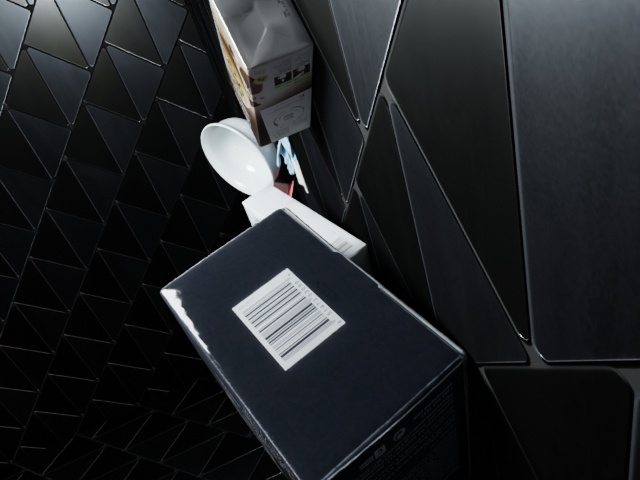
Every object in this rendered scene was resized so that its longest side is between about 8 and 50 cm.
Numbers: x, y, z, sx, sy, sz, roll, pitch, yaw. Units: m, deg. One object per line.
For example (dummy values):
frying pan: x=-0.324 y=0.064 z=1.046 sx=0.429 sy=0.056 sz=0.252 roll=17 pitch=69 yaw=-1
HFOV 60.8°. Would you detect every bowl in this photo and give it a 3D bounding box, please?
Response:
bowl: x=-0.238 y=-0.298 z=1.810 sx=0.298 sy=0.134 sz=0.298 roll=28 pitch=150 yaw=18

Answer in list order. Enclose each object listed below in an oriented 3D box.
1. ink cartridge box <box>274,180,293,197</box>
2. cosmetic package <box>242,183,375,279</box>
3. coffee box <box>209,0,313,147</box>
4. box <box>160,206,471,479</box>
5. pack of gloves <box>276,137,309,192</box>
ink cartridge box: x=-0.155 y=-0.056 z=1.904 sx=0.261 sy=0.066 sz=0.296 roll=174 pitch=105 yaw=-83
cosmetic package: x=-0.015 y=0.060 z=1.297 sx=0.377 sy=0.097 sz=0.284 roll=34 pitch=154 yaw=45
coffee box: x=-0.100 y=-0.315 z=0.989 sx=0.297 sy=0.119 sz=0.168 roll=96 pitch=149 yaw=-76
box: x=0.007 y=0.278 z=1.016 sx=0.480 sy=0.297 sz=0.471 roll=39 pitch=158 yaw=41
pack of gloves: x=-0.113 y=-0.263 z=1.570 sx=0.195 sy=0.046 sz=0.232 roll=-122 pitch=11 yaw=-56
